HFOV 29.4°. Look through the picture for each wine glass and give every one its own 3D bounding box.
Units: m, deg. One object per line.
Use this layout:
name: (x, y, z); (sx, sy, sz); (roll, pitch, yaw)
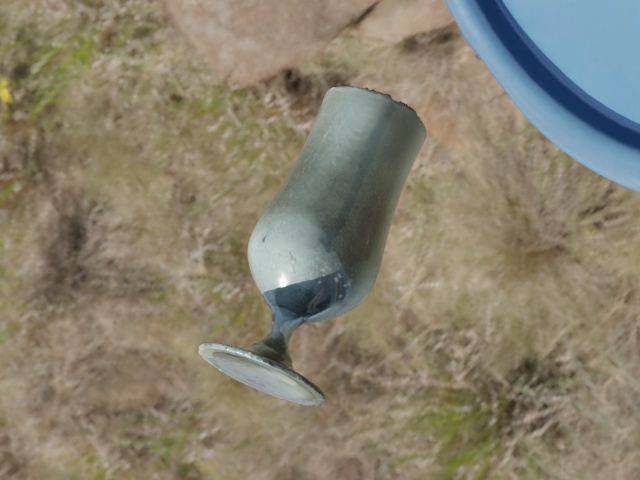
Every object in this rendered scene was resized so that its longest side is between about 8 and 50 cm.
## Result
wine glass: (0.000, 0.000, 0.920); (0.103, 0.231, 0.103); (21, 163, 7)

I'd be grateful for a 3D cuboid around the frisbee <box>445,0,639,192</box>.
frisbee: (0.136, -0.154, 0.447); (0.289, 0.049, 0.289); (35, 136, 42)
